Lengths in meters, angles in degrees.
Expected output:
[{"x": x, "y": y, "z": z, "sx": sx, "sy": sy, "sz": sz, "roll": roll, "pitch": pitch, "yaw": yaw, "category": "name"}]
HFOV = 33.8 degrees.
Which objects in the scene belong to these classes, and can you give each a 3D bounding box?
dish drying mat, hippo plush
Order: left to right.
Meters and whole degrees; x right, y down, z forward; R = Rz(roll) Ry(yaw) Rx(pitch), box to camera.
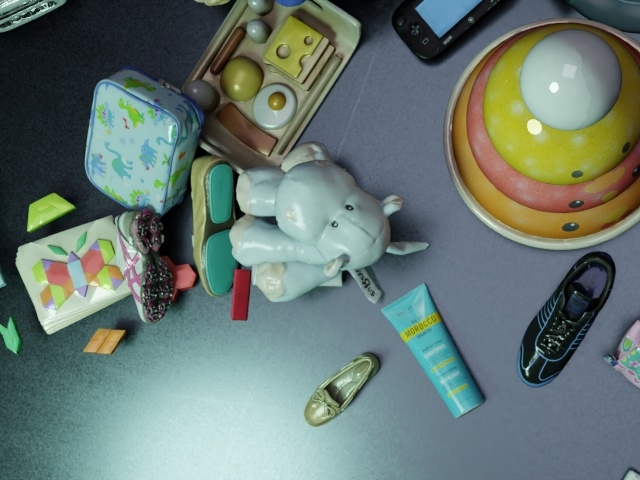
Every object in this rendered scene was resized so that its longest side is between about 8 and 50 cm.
[{"x": -0.130, "y": 0.089, "z": 1.713, "sx": 0.008, "sy": 0.032, "sz": 0.083, "roll": 3, "pitch": 88, "yaw": 48, "category": "dish drying mat"}, {"x": 0.000, "y": 0.000, "z": 1.525, "sx": 0.294, "sy": 0.236, "sz": 0.234, "roll": 43, "pitch": 88, "yaw": -7, "category": "hippo plush"}]

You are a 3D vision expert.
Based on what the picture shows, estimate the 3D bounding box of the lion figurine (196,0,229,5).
[{"x": -0.267, "y": -0.485, "z": 1.698, "sx": 0.392, "sy": 0.142, "sz": 0.240, "roll": 5, "pitch": 114, "yaw": 51, "category": "lion figurine"}]

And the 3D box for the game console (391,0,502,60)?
[{"x": 0.275, "y": -0.413, "z": 1.611, "sx": 0.361, "sy": 0.044, "sz": 0.213, "roll": -41, "pitch": 72, "yaw": 16, "category": "game console"}]

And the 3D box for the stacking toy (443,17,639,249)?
[{"x": 0.315, "y": -0.170, "z": 1.392, "sx": 0.350, "sy": 0.480, "sz": 0.351, "roll": -1, "pitch": 87, "yaw": 13, "category": "stacking toy"}]

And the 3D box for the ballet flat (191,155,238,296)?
[{"x": -0.175, "y": -0.027, "z": 1.700, "sx": 0.073, "sy": 0.080, "sz": 0.232, "roll": 20, "pitch": 114, "yaw": 45, "category": "ballet flat"}]

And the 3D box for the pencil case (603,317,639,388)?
[{"x": 0.555, "y": 0.213, "z": 1.504, "sx": 0.284, "sy": 0.124, "sz": 0.124, "roll": 39, "pitch": 96, "yaw": 11, "category": "pencil case"}]

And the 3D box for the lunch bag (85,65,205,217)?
[{"x": -0.288, "y": -0.158, "z": 1.683, "sx": 0.176, "sy": 0.090, "sz": 0.219, "roll": 28, "pitch": 129, "yaw": 14, "category": "lunch bag"}]

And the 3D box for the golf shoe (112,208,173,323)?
[{"x": -0.290, "y": 0.042, "z": 1.699, "sx": 0.086, "sy": 0.067, "sz": 0.186, "roll": -3, "pitch": 95, "yaw": 39, "category": "golf shoe"}]

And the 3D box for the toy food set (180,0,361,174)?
[{"x": -0.102, "y": -0.275, "z": 1.690, "sx": 0.219, "sy": 0.092, "sz": 0.306, "roll": 35, "pitch": 96, "yaw": 12, "category": "toy food set"}]

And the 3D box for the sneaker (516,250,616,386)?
[{"x": 0.362, "y": 0.117, "z": 1.566, "sx": 0.081, "sy": 0.090, "sz": 0.232, "roll": 29, "pitch": 93, "yaw": 12, "category": "sneaker"}]

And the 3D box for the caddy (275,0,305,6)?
[{"x": -0.007, "y": -0.525, "z": 1.604, "sx": 0.241, "sy": 0.179, "sz": 0.342, "roll": -7, "pitch": 75, "yaw": 4, "category": "caddy"}]

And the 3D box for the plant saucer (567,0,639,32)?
[{"x": 0.495, "y": -0.475, "z": 1.591, "sx": 0.317, "sy": 0.043, "sz": 0.318, "roll": -1, "pitch": 87, "yaw": 14, "category": "plant saucer"}]

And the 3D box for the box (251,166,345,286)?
[{"x": -0.035, "y": -0.022, "z": 1.659, "sx": 0.145, "sy": 0.038, "sz": 0.186, "roll": 0, "pitch": 95, "yaw": -7, "category": "box"}]

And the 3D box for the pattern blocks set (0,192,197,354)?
[{"x": -0.399, "y": 0.053, "z": 1.737, "sx": 0.324, "sy": 0.026, "sz": 0.285, "roll": -34, "pitch": 81, "yaw": -4, "category": "pattern blocks set"}]

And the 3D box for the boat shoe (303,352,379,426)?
[{"x": 0.030, "y": 0.236, "z": 1.658, "sx": 0.153, "sy": 0.048, "sz": 0.056, "roll": -41, "pitch": 79, "yaw": 8, "category": "boat shoe"}]

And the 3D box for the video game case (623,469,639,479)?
[{"x": 0.492, "y": 0.489, "z": 1.552, "sx": 0.206, "sy": 0.026, "sz": 0.227, "roll": 31, "pitch": 94, "yaw": 12, "category": "video game case"}]

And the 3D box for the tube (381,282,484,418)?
[{"x": 0.180, "y": 0.174, "z": 1.632, "sx": 0.080, "sy": 0.052, "sz": 0.207, "roll": -30, "pitch": 75, "yaw": 0, "category": "tube"}]

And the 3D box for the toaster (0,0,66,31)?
[{"x": -0.527, "y": -0.452, "z": 1.780, "sx": 0.226, "sy": 0.129, "sz": 0.147, "roll": -22, "pitch": 87, "yaw": 9, "category": "toaster"}]
